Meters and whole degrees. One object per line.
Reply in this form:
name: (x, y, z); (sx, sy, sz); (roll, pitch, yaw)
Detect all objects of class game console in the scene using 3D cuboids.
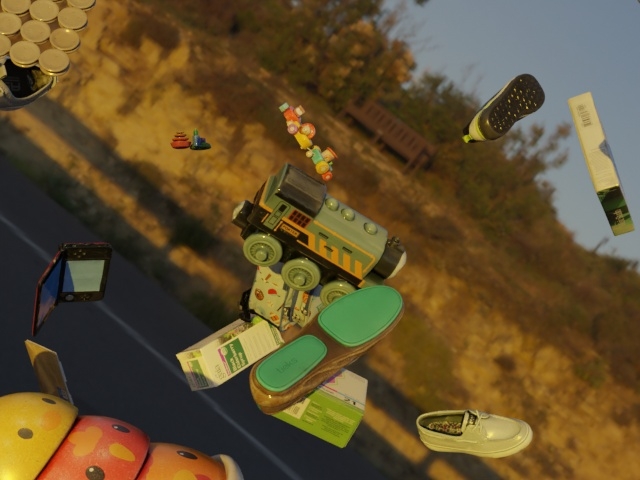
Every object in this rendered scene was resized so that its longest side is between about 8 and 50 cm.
game console: (-0.397, 0.080, 1.523); (0.124, 0.144, 0.085); (-1, 50, -22)

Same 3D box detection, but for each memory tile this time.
memory tile: (-0.353, -0.274, 1.198); (0.113, 0.148, 0.012); (13, -32, -3)

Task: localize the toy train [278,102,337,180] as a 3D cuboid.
toy train: (-0.016, -0.194, 1.805); (0.166, 0.046, 0.125); (54, 10, -10)

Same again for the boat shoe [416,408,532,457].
boat shoe: (0.292, 0.368, 1.844); (0.227, 0.079, 0.081); (-6, -42, 28)

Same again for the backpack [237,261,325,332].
backpack: (-0.035, 0.054, 2.134); (0.213, 0.263, 0.276); (22, 38, 25)

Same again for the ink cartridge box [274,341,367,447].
ink cartridge box: (-0.005, 0.278, 1.936); (0.188, 0.097, 0.255); (26, 25, -5)

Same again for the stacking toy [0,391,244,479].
stacking toy: (-0.370, 0.320, 1.236); (0.480, 0.351, 0.350); (39, 1, -13)

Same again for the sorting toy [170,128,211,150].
sorting toy: (-0.302, -0.237, 2.229); (0.102, 0.042, 0.061); (-1, -5, -37)

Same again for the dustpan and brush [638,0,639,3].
dustpan and brush: (0.602, -0.433, 1.692); (0.147, 0.060, 0.211); (24, 35, -52)

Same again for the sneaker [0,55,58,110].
sneaker: (-0.510, -0.241, 1.380); (0.115, 0.105, 0.281); (-9, 6, 33)

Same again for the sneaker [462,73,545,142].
sneaker: (0.369, -0.270, 1.958); (0.097, 0.234, 0.084); (-21, -78, 53)

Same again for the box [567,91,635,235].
box: (0.640, -0.165, 2.153); (0.322, 0.058, 0.232); (35, 41, -59)

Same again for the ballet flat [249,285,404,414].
ballet flat: (0.010, 0.201, 1.687); (0.116, 0.342, 0.124); (39, -36, 22)

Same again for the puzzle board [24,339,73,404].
puzzle board: (-0.466, 0.237, 1.646); (0.096, 0.011, 0.128); (12, -58, 41)

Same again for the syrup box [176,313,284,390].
syrup box: (-0.203, 0.249, 2.170); (0.096, 0.237, 0.093); (-17, -83, 43)

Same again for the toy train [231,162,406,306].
toy train: (0.000, 0.000, 1.795); (0.334, 0.190, 0.142); (32, 38, -12)
